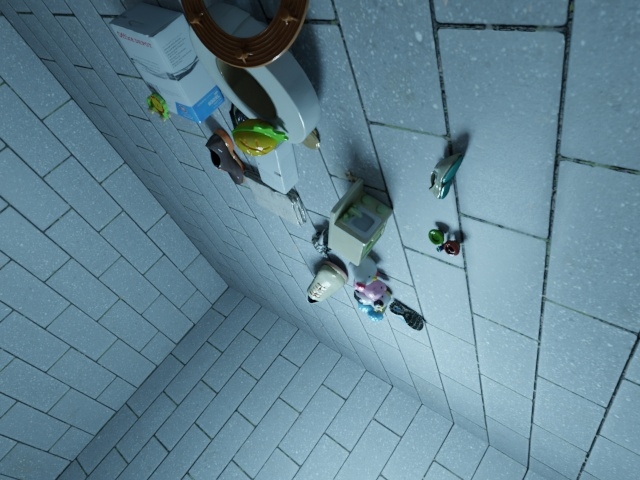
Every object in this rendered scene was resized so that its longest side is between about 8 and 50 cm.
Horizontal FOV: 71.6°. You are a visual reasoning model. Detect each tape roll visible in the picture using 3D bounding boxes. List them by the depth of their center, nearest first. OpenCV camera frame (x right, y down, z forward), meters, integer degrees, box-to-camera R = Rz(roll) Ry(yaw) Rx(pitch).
[{"bbox_3d":[-0.166,-0.411,1.134,0.392,0.072,0.392,39,170,8],"label":"tape roll"}]

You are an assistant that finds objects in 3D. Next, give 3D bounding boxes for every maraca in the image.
[{"bbox_3d":[-0.167,-0.284,1.209,0.127,0.099,0.186,11,175,-38],"label":"maraca"}]

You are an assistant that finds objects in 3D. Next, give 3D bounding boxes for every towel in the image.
[{"bbox_3d":[-0.183,-0.165,1.769,0.282,0.049,0.187,28,155,28],"label":"towel"}]

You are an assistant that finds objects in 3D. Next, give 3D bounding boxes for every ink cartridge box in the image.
[{"bbox_3d":[-0.465,-0.545,1.374,0.223,0.129,0.307,29,157,30],"label":"ink cartridge box"}]

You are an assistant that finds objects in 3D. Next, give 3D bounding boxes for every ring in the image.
[{"bbox_3d":[-0.166,-0.513,0.864,0.337,0.032,0.336,15,120,27],"label":"ring"}]

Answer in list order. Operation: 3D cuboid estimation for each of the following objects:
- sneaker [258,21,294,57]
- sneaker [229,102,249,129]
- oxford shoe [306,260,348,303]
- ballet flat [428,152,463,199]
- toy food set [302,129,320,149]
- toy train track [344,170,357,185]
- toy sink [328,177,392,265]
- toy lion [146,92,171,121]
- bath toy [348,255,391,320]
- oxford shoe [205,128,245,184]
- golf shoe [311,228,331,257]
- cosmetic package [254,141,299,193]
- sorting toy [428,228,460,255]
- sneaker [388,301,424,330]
[{"bbox_3d":[-0.119,-0.470,1.076,0.134,0.051,0.070,42,178,-32],"label":"sneaker"},{"bbox_3d":[-0.246,-0.388,1.432,0.097,0.084,0.234,60,162,16],"label":"sneaker"},{"bbox_3d":[0.021,0.210,2.031,0.140,0.146,0.397,38,158,8],"label":"oxford shoe"},{"bbox_3d":[0.281,-0.152,1.028,0.052,0.057,0.168,43,160,20],"label":"ballet flat"},{"bbox_3d":[-0.034,-0.301,1.297,0.083,0.020,0.083,17,149,45],"label":"toy food set"},{"bbox_3d":[0.094,-0.176,1.341,0.048,0.014,0.083,24,154,36],"label":"toy train track"},{"bbox_3d":[0.122,-0.050,1.355,0.131,0.153,0.234,34,157,15],"label":"toy sink"},{"bbox_3d":[-0.545,-0.453,1.482,0.100,0.034,0.096,33,152,21],"label":"toy lion"},{"bbox_3d":[0.194,0.193,1.747,0.152,0.129,0.348,-4,145,12],"label":"bath toy"},{"bbox_3d":[-0.375,-0.306,1.736,0.097,0.098,0.271,26,155,31],"label":"oxford shoe"},{"bbox_3d":[0.000,0.000,1.754,0.094,0.077,0.198,35,157,14],"label":"golf shoe"},{"bbox_3d":[-0.150,-0.269,1.465,0.117,0.085,0.231,30,158,22],"label":"cosmetic package"},{"bbox_3d":[0.352,0.003,1.246,0.102,0.042,0.061,45,146,21],"label":"sorting toy"},{"bbox_3d":[0.356,0.309,1.825,0.162,0.063,0.073,38,176,16],"label":"sneaker"}]
